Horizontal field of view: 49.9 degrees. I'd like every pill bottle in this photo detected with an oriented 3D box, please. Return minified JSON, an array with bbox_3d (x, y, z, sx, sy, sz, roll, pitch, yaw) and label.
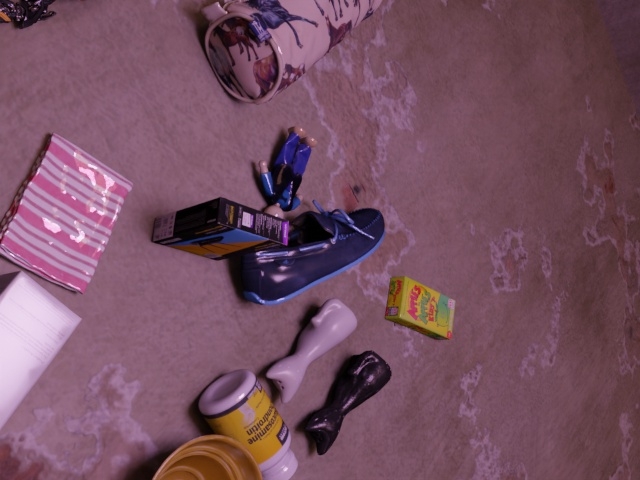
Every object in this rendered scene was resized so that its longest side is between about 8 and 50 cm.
[{"bbox_3d":[-0.111,0.309,1.118,0.103,0.103,0.184,-44,113,-39],"label":"pill bottle"}]

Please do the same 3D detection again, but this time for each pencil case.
[{"bbox_3d":[-0.035,-0.426,1.273,0.410,0.160,0.183,-49,131,-37],"label":"pencil case"}]

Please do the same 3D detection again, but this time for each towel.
[{"bbox_3d":[-0.361,-0.039,0.988,0.144,0.029,0.197,36,60,-35],"label":"towel"}]

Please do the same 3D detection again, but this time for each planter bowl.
[{"bbox_3d":[-0.194,0.400,1.032,0.217,0.090,0.217,9,78,-43],"label":"planter bowl"}]

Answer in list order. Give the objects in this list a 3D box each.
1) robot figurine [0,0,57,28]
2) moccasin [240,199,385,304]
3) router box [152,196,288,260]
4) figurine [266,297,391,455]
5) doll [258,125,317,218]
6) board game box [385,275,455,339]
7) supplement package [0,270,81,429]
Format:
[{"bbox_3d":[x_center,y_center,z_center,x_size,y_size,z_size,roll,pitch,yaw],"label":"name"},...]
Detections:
[{"bbox_3d":[-0.389,-0.423,0.968,0.291,0.085,0.211,-33,116,-38],"label":"robot figurine"},{"bbox_3d":[0.000,0.000,1.247,0.342,0.138,0.116,-32,116,-43],"label":"moccasin"},{"bbox_3d":[-0.157,-0.014,1.074,0.133,0.179,0.046,19,69,-41],"label":"router box"},{"bbox_3d":[0.009,0.248,1.261,0.209,0.092,0.214,-47,114,-33],"label":"figurine"},{"bbox_3d":[-0.067,-0.115,1.269,0.129,0.046,0.188,35,66,-45],"label":"doll"},{"bbox_3d":[0.221,0.150,1.504,0.181,0.043,0.092,26,66,-38],"label":"board game box"},{"bbox_3d":[-0.409,0.141,0.859,0.105,0.105,0.179,49,53,-28],"label":"supplement package"}]
